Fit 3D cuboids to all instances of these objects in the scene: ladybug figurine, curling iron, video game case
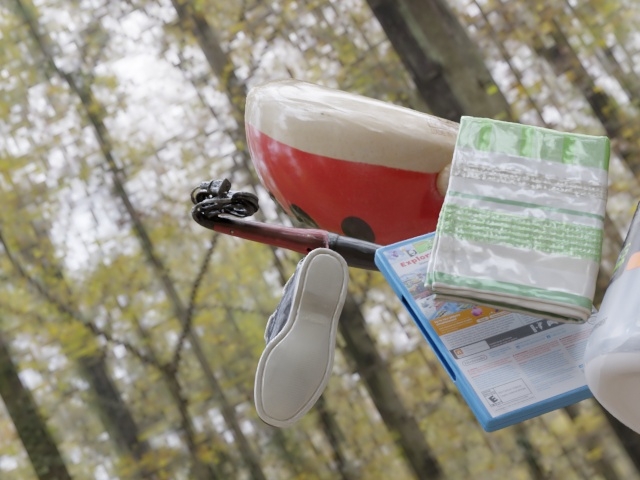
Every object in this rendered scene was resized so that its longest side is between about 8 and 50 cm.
[{"bbox_3d":[0.057,-0.082,1.693,0.305,0.161,0.449,15,5,-20],"label":"ladybug figurine"},{"bbox_3d":[0.000,0.000,1.390,0.068,0.274,0.035,99,-170,-64],"label":"curling iron"},{"bbox_3d":[0.126,0.050,0.992,0.119,0.166,0.015,-16,-41,-19],"label":"video game case"}]

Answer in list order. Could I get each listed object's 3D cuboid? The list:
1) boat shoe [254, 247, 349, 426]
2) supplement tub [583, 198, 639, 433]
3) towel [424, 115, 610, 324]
[{"bbox_3d":[-0.016,0.065,0.922,0.046,0.125,0.038,20,-27,-12],"label":"boat shoe"},{"bbox_3d":[0.200,-0.002,0.647,0.117,0.117,0.190,109,-175,-67],"label":"supplement tub"},{"bbox_3d":[0.139,-0.016,0.994,0.113,0.152,0.023,11,-33,6],"label":"towel"}]
